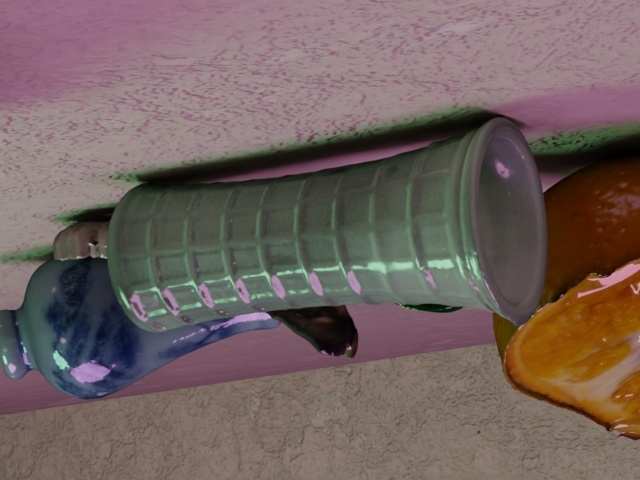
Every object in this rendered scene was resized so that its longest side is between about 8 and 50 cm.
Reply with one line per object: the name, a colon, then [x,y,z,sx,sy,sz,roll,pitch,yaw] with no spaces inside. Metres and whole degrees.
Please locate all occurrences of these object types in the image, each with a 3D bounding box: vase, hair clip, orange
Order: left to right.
hair clip: [-0.082,0.019,1.570,0.300,0.069,0.173,19,-170,39]
vase: [0.000,0.000,1.398,0.299,0.143,0.143,-6,173,27]
orange: [0.281,0.050,1.543,0.310,0.274,0.274,39,154,-18]

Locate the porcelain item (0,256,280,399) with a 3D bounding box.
porcelain item: [-0.169,0.066,1.795,0.259,0.141,0.141,-14,173,-3]

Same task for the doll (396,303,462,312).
doll: [0.085,0.003,1.571,0.134,0.106,0.186,10,179,24]
